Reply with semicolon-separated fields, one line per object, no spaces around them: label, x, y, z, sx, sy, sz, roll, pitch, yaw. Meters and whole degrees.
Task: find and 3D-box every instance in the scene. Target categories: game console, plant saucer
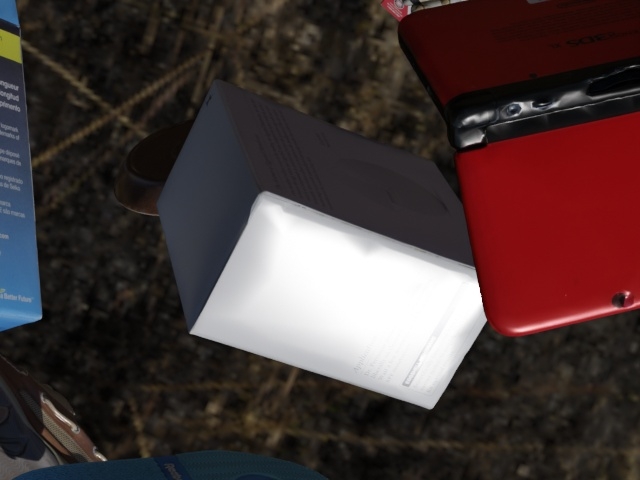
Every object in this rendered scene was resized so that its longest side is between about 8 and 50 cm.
game console;0.115;-0.043;0.592;0.144;0.124;0.085;-12;127;-8
plant saucer;-0.115;-0.077;1.381;0.168;0.168;0.029;-41;131;-42

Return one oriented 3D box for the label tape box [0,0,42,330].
label tape box;-0.367;-0.100;1.244;0.249;0.115;0.347;14;64;-61

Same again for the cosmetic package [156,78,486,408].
cosmetic package;0.000;0.000;1.214;0.225;0.224;0.138;21;111;-23

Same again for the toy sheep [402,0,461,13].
toy sheep;0.134;-0.310;1.782;0.091;0.091;0.132;-21;103;-55

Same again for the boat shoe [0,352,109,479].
boat shoe;-0.321;0.201;1.537;0.324;0.123;0.116;57;21;-15

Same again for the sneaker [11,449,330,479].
sneaker;-0.137;0.311;1.356;0.319;0.127;0.208;0;106;-15

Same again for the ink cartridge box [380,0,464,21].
ink cartridge box;0.159;-0.337;1.944;0.056;0.099;0.135;-42;172;-49
